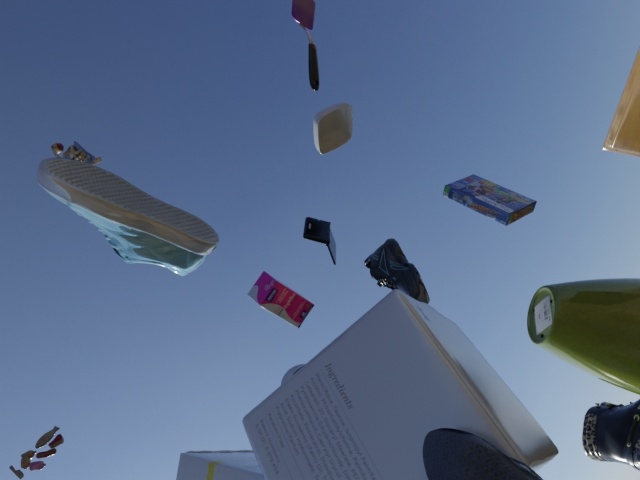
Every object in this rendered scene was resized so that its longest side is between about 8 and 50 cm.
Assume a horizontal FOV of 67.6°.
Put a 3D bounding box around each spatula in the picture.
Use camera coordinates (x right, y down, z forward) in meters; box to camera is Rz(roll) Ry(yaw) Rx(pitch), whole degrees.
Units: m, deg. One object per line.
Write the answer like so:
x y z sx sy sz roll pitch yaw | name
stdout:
-0.030 -0.499 1.189 0.084 0.030 0.297 15 -120 -47 | spatula

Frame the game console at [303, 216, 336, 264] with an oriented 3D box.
0.000 0.000 1.310 0.122 0.107 0.071 -87 12 -62 | game console

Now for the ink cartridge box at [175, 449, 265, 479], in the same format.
-0.135 0.608 1.131 0.279 0.384 0.160 20 -113 -38 | ink cartridge box

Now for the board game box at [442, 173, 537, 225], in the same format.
0.453 -0.114 1.287 0.136 0.201 0.035 -21 -50 -34 | board game box

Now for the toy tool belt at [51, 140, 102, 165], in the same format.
-0.485 -0.175 0.956 0.051 0.052 0.083 -29 -40 11 | toy tool belt

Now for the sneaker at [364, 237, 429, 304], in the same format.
0.191 0.095 1.209 0.106 0.267 0.101 -27 -63 1 | sneaker

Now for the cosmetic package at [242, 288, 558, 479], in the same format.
0.142 0.359 0.878 0.393 0.327 0.329 -43 -36 13 | cosmetic package

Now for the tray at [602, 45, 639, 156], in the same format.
0.684 -0.306 0.871 0.076 0.202 0.411 -59 -28 -22 | tray

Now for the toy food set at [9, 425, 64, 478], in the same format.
-0.651 0.498 1.115 0.122 0.078 0.019 -42 -46 -40 | toy food set

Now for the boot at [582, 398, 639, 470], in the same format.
0.915 0.479 1.359 0.377 0.138 0.284 -58 -1 -22 | boot

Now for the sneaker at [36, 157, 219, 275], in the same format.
-0.395 -0.023 0.960 0.366 0.135 0.150 30 -72 -27 | sneaker

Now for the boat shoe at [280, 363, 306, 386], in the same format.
0.049 0.418 1.349 0.367 0.156 0.136 26 -123 -51 | boat shoe

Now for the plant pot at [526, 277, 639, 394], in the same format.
0.638 0.194 1.075 0.275 0.293 0.275 12 -90 -89 | plant pot

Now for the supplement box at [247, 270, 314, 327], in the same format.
-0.147 0.224 1.800 0.220 0.114 0.111 37 -95 -37 | supplement box

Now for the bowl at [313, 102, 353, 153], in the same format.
0.033 -0.354 1.482 0.142 0.053 0.142 -31 -38 -24 | bowl

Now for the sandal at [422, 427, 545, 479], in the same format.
0.241 0.311 0.572 0.054 0.254 0.097 14 -86 -57 | sandal
